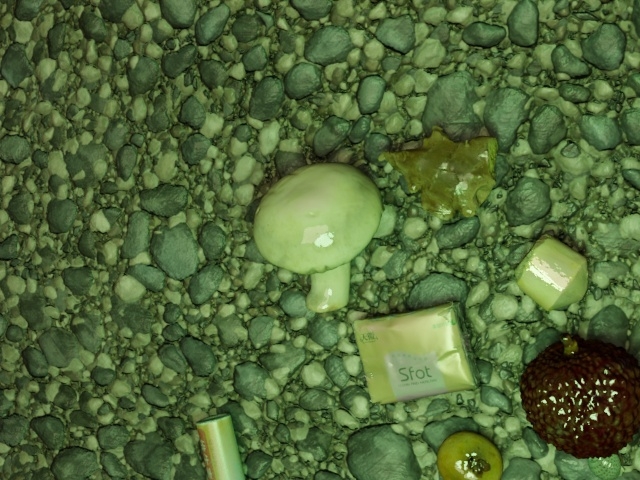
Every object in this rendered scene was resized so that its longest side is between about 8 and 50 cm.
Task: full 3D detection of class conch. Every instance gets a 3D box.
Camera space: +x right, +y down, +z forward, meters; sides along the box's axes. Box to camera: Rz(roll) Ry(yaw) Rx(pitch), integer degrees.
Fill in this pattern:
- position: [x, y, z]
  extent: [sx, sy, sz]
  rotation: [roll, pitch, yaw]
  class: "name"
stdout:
- position: [0.634, 0.502, 1.653]
  extent: [0.085, 0.057, 0.076]
  rotation: [44, 115, 12]
  class: "conch"

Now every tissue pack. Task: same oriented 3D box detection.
- position: [0.224, 0.260, 1.737]
  extent: [0.257, 0.123, 0.214]
  rotation: [-15, 89, 24]
  class: "tissue pack"

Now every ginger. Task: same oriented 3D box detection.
- position: [0.272, -0.158, 1.716]
  extent: [0.270, 0.123, 0.218]
  rotation: [7, 90, 26]
  class: "ginger"

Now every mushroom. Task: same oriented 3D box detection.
- position: [-0.023, -0.023, 1.720]
  extent: [0.315, 0.315, 0.355]
  rotation: [31, 100, 14]
  class: "mushroom"

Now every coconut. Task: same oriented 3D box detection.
- position: [0.515, 0.075, 1.633]
  extent: [0.153, 0.147, 0.147]
  rotation: [37, 101, 11]
  class: "coconut"

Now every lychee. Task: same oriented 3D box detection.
- position: [0.552, 0.317, 1.561]
  extent: [0.265, 0.264, 0.299]
  rotation: [-13, 112, 17]
  class: "lychee"

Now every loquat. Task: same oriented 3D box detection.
- position: [0.341, 0.508, 1.696]
  extent: [0.137, 0.163, 0.163]
  rotation: [-41, 78, -17]
  class: "loquat"

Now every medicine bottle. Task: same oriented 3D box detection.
- position: [-0.227, 0.660, 1.897]
  extent: [0.108, 0.108, 0.425]
  rotation: [-15, 85, 17]
  class: "medicine bottle"
